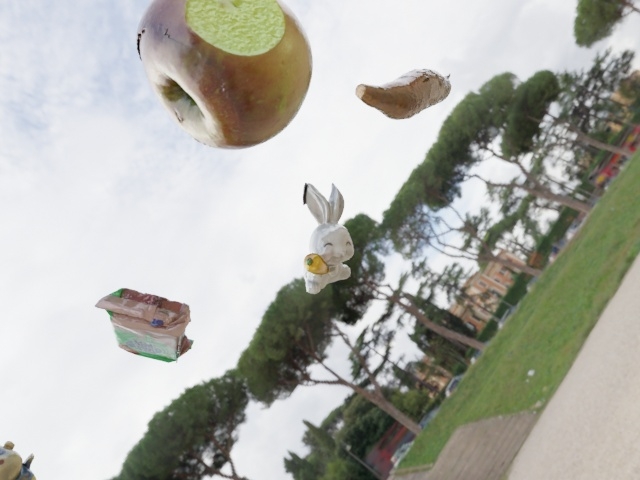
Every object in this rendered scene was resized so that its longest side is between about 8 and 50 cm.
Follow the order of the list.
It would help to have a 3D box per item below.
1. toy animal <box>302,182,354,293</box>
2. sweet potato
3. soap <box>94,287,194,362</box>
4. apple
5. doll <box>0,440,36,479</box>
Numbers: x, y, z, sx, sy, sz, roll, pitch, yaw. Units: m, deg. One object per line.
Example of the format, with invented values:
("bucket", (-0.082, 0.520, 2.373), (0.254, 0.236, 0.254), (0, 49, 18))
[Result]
("toy animal", (0.000, 0.000, 0.991), (0.131, 0.127, 0.182), (-18, -43, -30))
("sweet potato", (0.150, -0.226, 0.835), (0.072, 0.066, 0.314), (-25, 5, 39))
("soap", (-0.406, 0.203, 1.328), (0.273, 0.218, 0.098), (123, 164, -61))
("apple", (-0.197, -0.404, 1.247), (0.374, 0.374, 0.384), (-46, -63, -26))
("doll", (-0.635, 0.477, 1.145), (0.089, 0.179, 0.102), (-32, 22, 48))
